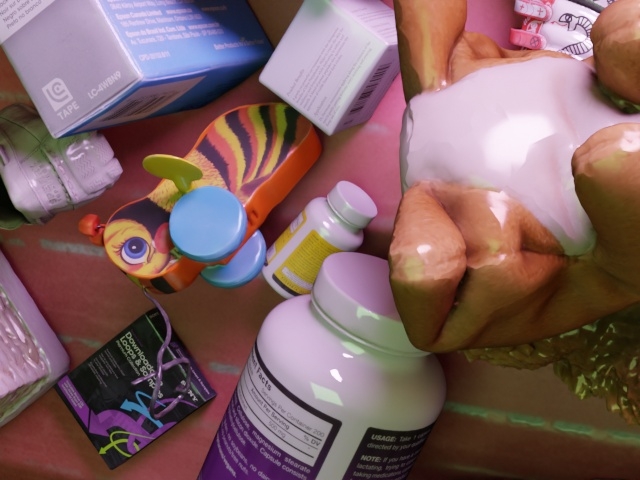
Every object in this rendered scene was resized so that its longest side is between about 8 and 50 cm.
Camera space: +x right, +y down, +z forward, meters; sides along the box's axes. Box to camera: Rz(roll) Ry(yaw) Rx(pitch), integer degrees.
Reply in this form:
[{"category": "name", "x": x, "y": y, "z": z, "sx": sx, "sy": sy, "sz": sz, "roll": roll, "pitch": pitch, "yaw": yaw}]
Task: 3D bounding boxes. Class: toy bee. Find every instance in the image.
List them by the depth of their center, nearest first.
[{"category": "toy bee", "x": -0.136, "y": -0.017, "z": 1.084, "sx": 0.162, "sy": 0.298, "sz": 0.195, "roll": 26, "pitch": 145, "yaw": 18}]

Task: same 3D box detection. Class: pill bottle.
[{"category": "pill bottle", "x": 0.001, "y": 0.178, "z": 1.096, "sx": 0.182, "sy": 0.181, "sz": 0.322, "roll": 30, "pitch": 113, "yaw": 15}, {"category": "pill bottle", "x": 0.000, "y": 0.000, "z": 1.117, "sx": 0.065, "sy": 0.065, "sz": 0.116, "roll": 46, "pitch": 117, "yaw": 8}]

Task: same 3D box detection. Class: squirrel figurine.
[{"category": "squirrel figurine", "x": 0.256, "y": -0.019, "z": 0.886, "sx": 0.371, "sy": 0.281, "sz": 0.397, "roll": -4, "pitch": 145, "yaw": 11}]

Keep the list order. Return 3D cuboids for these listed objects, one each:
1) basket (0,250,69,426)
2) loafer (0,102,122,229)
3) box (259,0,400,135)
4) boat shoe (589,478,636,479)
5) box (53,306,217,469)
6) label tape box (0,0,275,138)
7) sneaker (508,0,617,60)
[{"category": "basket", "x": -0.520, "y": 0.121, "z": 1.277, "sx": 0.328, "sy": 0.266, "sz": 0.331, "roll": -36, "pitch": 88, "yaw": 26}, {"category": "loafer", "x": -0.293, "y": -0.068, "z": 1.135, "sx": 0.112, "sy": 0.111, "sz": 0.319, "roll": 61, "pitch": 157, "yaw": -14}, {"category": "box", "x": 0.019, "y": -0.164, "z": 1.048, "sx": 0.087, "sy": 0.102, "sz": 0.101, "roll": 38, "pitch": 116, "yaw": 10}, {"category": "boat shoe", "x": 0.196, "y": 0.261, "z": 1.079, "sx": 0.255, "sy": 0.095, "sz": 0.079, "roll": -3, "pitch": 90, "yaw": 16}, {"category": "box", "x": -0.202, "y": 0.161, "z": 1.270, "sx": 0.162, "sy": 0.029, "sz": 0.116, "roll": -38, "pitch": 85, "yaw": 26}, {"category": "label tape box", "x": -0.213, "y": -0.276, "z": 1.044, "sx": 0.115, "sy": 0.249, "sz": 0.347, "roll": -32, "pitch": 88, "yaw": 27}, {"category": "sneaker", "x": 0.180, "y": -0.234, "z": 0.964, "sx": 0.270, "sy": 0.090, "sz": 0.145, "roll": 41, "pitch": 113, "yaw": 8}]
